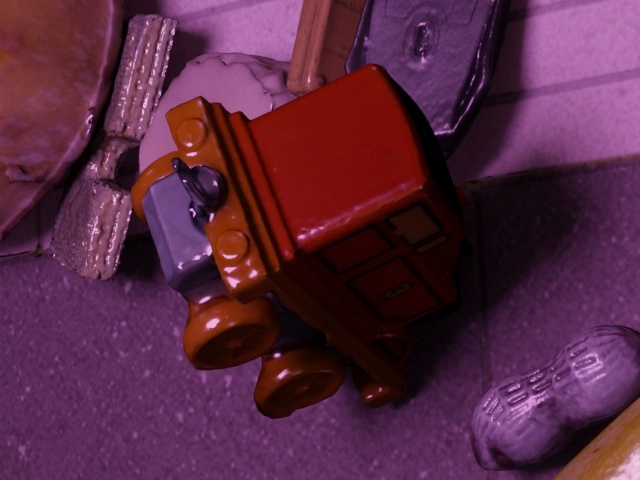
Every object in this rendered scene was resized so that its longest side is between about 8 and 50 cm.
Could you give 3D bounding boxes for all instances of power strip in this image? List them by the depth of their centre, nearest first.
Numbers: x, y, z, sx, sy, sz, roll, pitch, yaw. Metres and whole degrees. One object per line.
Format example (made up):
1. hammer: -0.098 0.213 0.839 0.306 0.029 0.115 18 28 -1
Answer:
1. power strip: 0.028 -0.245 1.526 0.044 0.064 0.305 -1 75 52

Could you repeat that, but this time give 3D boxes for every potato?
1. potato: -0.431 -0.196 1.684 0.442 0.319 0.385 -30 57 43

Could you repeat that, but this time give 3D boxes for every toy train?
1. toy train: 0.000 0.000 1.376 0.232 0.369 0.163 -25 64 11

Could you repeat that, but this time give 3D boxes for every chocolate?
1. chocolate: 0.182 0.121 1.392 0.167 0.072 0.072 -37 65 28

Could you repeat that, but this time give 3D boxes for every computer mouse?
1. computer mouse: 0.096 -0.168 1.490 0.126 0.071 0.231 8 81 24

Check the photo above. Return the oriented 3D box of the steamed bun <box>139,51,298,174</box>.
1. steamed bun: -0.065 -0.077 1.576 0.183 0.106 0.183 -8 75 32

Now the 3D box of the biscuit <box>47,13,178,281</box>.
1. biscuit: -0.190 -0.086 1.663 0.147 0.046 0.250 -158 83 -70

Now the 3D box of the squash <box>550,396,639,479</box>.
1. squash: 0.237 0.165 1.325 0.137 0.137 0.287 37 101 33
